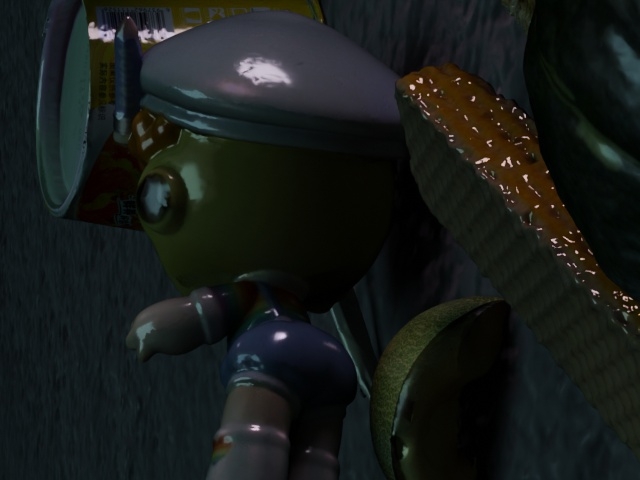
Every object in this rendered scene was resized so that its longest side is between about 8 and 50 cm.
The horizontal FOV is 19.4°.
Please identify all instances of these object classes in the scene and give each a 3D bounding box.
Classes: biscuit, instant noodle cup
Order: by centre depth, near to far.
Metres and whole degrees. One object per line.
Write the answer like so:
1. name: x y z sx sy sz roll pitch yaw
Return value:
1. biscuit: 0.135 0.014 1.016 0.379 0.054 0.094 -126 19 -53
2. instant noodle cup: -0.127 -0.113 1.609 0.264 0.200 0.264 -178 90 -69

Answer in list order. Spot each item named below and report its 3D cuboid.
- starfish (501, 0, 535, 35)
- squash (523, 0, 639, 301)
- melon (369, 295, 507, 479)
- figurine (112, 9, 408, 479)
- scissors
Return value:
1. starfish: 0.152 -0.110 1.027 0.231 0.048 0.295 -167 68 -66
2. squash: 0.198 -0.069 0.642 0.252 0.252 0.165 112 153 -42
3. melon: 0.063 0.108 1.229 0.128 0.079 0.160 -153 67 -67
4. figurine: -0.012 0.019 1.278 0.205 0.224 0.382 -26 67 38
5. scissors: 0.000 0.000 1.434 0.022 0.109 0.300 -45 57 47
